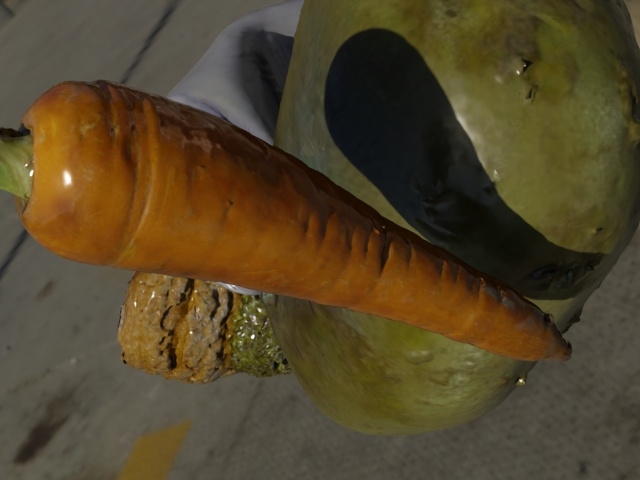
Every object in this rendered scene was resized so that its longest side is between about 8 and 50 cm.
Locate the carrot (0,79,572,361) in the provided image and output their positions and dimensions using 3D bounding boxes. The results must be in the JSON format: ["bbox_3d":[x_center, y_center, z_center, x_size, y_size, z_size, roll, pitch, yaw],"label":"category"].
[{"bbox_3d":[0.000,0.000,0.456,0.061,0.256,0.061,-37,44,48],"label":"carrot"}]

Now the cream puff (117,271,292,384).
[{"bbox_3d":[-0.067,0.058,1.131,0.183,0.169,0.183,19,-90,-77],"label":"cream puff"}]

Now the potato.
[{"bbox_3d":[0.061,-0.021,0.649,0.210,0.173,0.307,60,150,36],"label":"potato"}]

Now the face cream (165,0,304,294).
[{"bbox_3d":[0.041,-0.092,0.964,0.420,0.235,0.137,-28,-3,-35],"label":"face cream"}]
